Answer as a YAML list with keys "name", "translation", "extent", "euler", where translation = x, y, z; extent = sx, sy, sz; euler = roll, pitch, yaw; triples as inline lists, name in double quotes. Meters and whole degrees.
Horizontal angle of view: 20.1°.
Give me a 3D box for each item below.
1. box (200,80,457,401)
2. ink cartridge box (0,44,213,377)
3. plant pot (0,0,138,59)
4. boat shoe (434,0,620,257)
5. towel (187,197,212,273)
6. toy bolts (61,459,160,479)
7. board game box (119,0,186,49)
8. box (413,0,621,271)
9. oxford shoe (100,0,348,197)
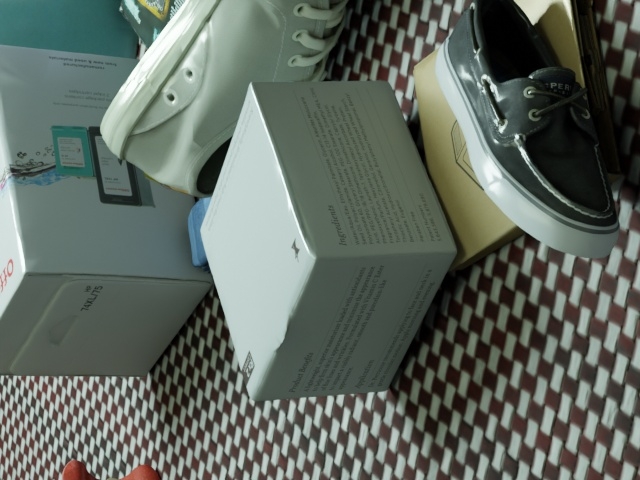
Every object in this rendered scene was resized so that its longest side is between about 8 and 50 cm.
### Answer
- name: "box"
  translation: [0.000, 0.000, 1.391]
  extent: [0.181, 0.119, 0.182]
  euler: [113, 146, -46]
- name: "ink cartridge box"
  translation: [-0.253, -0.023, 1.811]
  extent: [0.198, 0.197, 0.270]
  euler: [-51, 44, 47]
- name: "plant pot"
  translation: [-0.363, -0.235, 2.001]
  extent: [0.293, 0.235, 0.293]
  euler: [-12, 76, 61]
- name: "boat shoe"
  translation: [0.140, -0.084, 1.165]
  extent: [0.228, 0.080, 0.076]
  euler: [-109, 33, -48]
- name: "towel"
  translation: [-0.088, -0.021, 1.678]
  extent: [0.119, 0.029, 0.067]
  euler: [-42, 52, 54]
- name: "toy bolts"
  translation: [-0.245, 0.344, 1.786]
  extent: [0.228, 0.218, 0.158]
  euler: [-94, 16, -53]
- name: "board game box"
  translation: [-0.152, -0.249, 1.822]
  extent: [0.186, 0.026, 0.126]
  euler: [55, 134, 49]
- name: "box"
  translation: [0.134, -0.086, 1.272]
  extent: [0.201, 0.021, 0.164]
  euler: [-35, 58, 56]
- name: "oxford shoe"
  translation: [-0.031, -0.197, 1.498]
  extent: [0.130, 0.169, 0.449]
  euler: [42, 128, 4]
